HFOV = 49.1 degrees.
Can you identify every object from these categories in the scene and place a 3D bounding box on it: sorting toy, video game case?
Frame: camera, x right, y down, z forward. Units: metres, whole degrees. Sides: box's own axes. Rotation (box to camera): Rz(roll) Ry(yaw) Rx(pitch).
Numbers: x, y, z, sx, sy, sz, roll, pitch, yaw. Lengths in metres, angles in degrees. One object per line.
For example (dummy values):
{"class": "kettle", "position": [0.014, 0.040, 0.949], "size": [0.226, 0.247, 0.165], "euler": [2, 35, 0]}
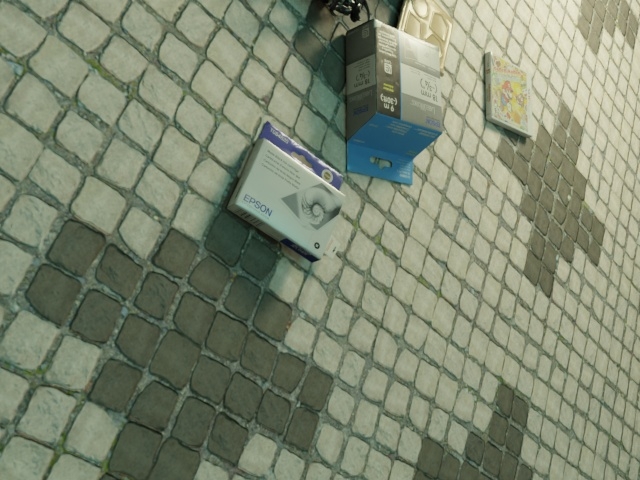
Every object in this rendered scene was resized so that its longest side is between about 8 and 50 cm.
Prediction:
{"class": "sorting toy", "position": [0.270, -0.555, 1.827], "size": [0.193, 0.038, 0.208], "euler": [31, 59, -36]}
{"class": "video game case", "position": [0.565, -0.432, 2.090], "size": [0.227, 0.026, 0.206], "euler": [11, 76, -42]}

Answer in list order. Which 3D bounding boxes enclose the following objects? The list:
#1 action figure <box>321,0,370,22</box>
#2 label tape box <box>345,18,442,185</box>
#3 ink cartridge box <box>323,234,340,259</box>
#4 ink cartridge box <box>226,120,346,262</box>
{"class": "action figure", "position": [0.027, -0.576, 1.520], "size": [0.275, 0.141, 0.164], "euler": [12, 50, -38]}
{"class": "label tape box", "position": [0.177, -0.317, 1.652], "size": [0.240, 0.105, 0.334], "euler": [6, 79, -42]}
{"class": "ink cartridge box", "position": [0.000, 0.000, 1.490], "size": [0.083, 0.028, 0.048], "euler": [47, 56, -27]}
{"class": "ink cartridge box", "position": [-0.054, -0.104, 1.422], "size": [0.223, 0.045, 0.224], "euler": [33, 61, -25]}
